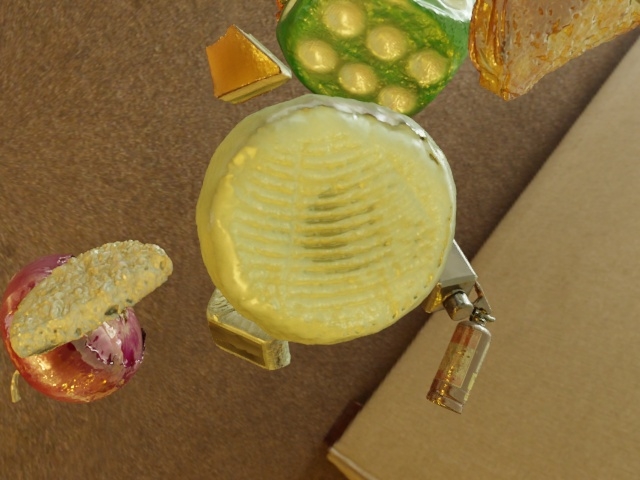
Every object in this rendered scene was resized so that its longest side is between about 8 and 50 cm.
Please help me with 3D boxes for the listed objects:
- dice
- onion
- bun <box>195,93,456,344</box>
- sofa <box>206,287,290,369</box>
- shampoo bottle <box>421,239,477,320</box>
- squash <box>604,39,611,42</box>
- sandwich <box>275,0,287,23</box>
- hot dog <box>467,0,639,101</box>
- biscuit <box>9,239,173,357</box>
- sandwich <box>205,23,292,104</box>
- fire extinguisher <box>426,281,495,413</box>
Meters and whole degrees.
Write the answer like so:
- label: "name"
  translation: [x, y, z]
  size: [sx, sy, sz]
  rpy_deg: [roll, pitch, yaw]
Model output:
- label: "dice"
  translation: [0.115, -0.414, 1.289]
  size: [0.297, 0.287, 0.300]
  rpy_deg: [29, 57, -16]
- label: "onion"
  translation: [-0.596, 0.207, 1.689]
  size: [0.345, 0.358, 0.358]
  rpy_deg: [-15, 103, -8]
- label: "bun"
  translation: [0.004, -0.019, 0.559]
  size: [0.195, 0.118, 0.195]
  rpy_deg: [-1, 99, -9]
- label: "sofa"
  translation: [-0.170, 0.207, 1.927]
  size: [0.210, 0.225, 0.176]
  rpy_deg: [85, 30, -55]
- label: "shampoo bottle"
  translation: [0.180, 0.025, 1.207]
  size: [0.080, 0.246, 0.079]
  rpy_deg: [-11, 141, -19]
- label: "squash"
  translation: [0.399, -0.344, 1.202]
  size: [0.069, 0.239, 0.069]
  rpy_deg: [-10, 90, -68]
- label: "sandwich"
  translation: [0.004, -0.518, 1.630]
  size: [0.292, 0.212, 0.109]
  rpy_deg: [-15, 102, -51]
- label: "hot dog"
  translation: [0.276, -0.279, 0.872]
  size: [0.259, 0.114, 0.175]
  rpy_deg: [-29, 143, -7]
- label: "biscuit"
  translation: [-0.391, 0.082, 1.237]
  size: [0.281, 0.179, 0.084]
  rpy_deg: [-29, 124, -11]
- label: "sandwich"
  translation: [-0.193, -0.497, 2.002]
  size: [0.108, 0.220, 0.186]
  rpy_deg: [3, 75, -63]
- label: "fire extinguisher"
  translation: [0.278, 0.202, 1.414]
  size: [0.106, 0.075, 0.252]
  rpy_deg: [32, 79, -37]
